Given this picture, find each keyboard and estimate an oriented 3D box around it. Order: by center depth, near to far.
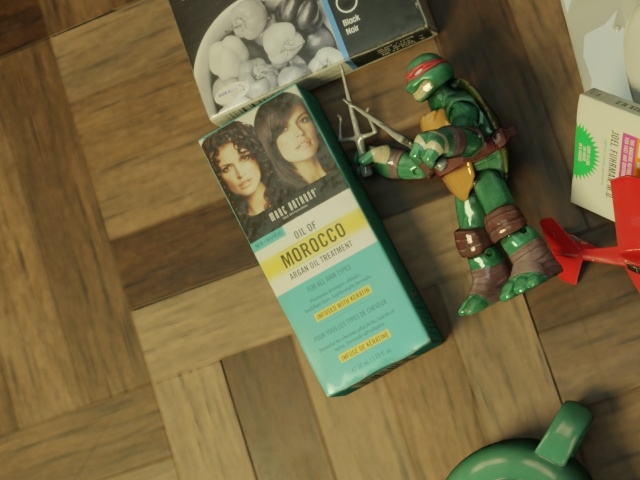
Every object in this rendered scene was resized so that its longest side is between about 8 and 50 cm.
[{"bbox_3d":[0.257,-0.095,1.105,0.072,0.014,0.256,-16,81,18],"label":"keyboard"}]

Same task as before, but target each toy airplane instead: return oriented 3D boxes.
[{"bbox_3d":[0.229,0.009,1.059,0.151,0.151,0.028,37,61,15],"label":"toy airplane"}]

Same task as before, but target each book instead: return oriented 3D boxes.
[{"bbox_3d":[0.257,-0.050,1.039,0.144,0.035,0.096,28,133,40],"label":"book"}]

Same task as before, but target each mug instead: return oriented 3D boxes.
[{"bbox_3d":[0.151,0.207,1.059,0.130,0.097,0.157,-6,84,15],"label":"mug"}]

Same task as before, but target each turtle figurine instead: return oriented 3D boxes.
[{"bbox_3d":[0.100,-0.061,1.079,0.118,0.175,0.234,-27,86,-7],"label":"turtle figurine"}]

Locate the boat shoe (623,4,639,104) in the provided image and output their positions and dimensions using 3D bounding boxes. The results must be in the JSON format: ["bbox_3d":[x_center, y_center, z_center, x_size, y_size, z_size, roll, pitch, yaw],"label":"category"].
[{"bbox_3d":[0.346,-0.065,1.033,0.102,0.108,0.301,-28,76,-26],"label":"boat shoe"}]

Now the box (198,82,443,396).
[{"bbox_3d":[0.000,0.000,1.139,0.101,0.060,0.244,-30,78,11],"label":"box"}]

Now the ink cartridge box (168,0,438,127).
[{"bbox_3d":[-0.031,-0.231,1.179,0.206,0.045,0.208,-23,78,12],"label":"ink cartridge box"}]
